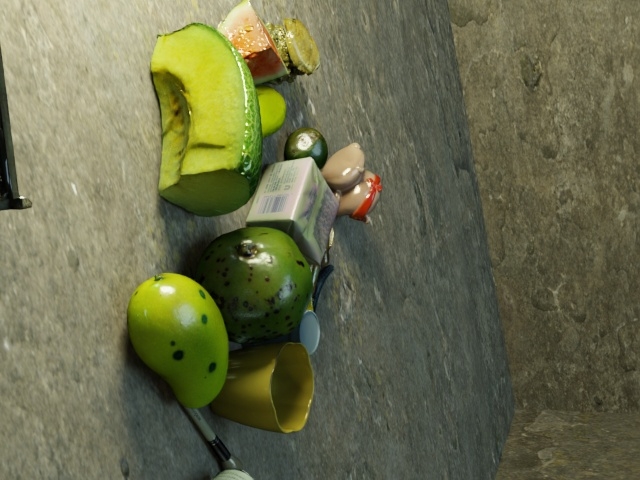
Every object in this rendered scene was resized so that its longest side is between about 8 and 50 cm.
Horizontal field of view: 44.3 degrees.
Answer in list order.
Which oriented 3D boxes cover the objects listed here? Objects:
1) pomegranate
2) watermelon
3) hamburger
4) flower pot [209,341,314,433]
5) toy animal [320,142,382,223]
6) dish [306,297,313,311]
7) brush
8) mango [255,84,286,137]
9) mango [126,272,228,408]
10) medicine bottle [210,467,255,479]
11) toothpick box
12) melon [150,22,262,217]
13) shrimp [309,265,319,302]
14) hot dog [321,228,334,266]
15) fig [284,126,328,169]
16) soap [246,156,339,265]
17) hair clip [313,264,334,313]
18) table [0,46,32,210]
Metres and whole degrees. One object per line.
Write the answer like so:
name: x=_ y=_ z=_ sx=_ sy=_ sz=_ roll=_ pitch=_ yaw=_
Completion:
pomegranate: x=-0.133 y=0.099 z=1.621 sx=0.270 sy=0.255 sz=0.254 roll=72 pitch=28 yaw=-50
watermelon: x=-0.171 y=-0.416 z=1.744 sx=0.193 sy=0.145 sz=0.137 roll=58 pitch=6 yaw=-24
hamburger: x=-0.087 y=-0.458 z=1.894 sx=0.159 sy=0.131 sz=0.185 roll=64 pitch=26 yaw=-23
flower pot: x=-0.132 y=0.303 z=1.646 sx=0.195 sy=0.179 sz=0.195 roll=-2 pitch=90 yaw=-65
toy animal: x=0.090 y=-0.153 z=2.187 sx=0.197 sy=0.171 sz=0.171 roll=57 pitch=38 yaw=-33
dish: x=-0.080 y=0.151 z=1.883 sx=0.149 sy=0.080 sz=0.207 roll=-36 pitch=118 yaw=-64
brush: x=-0.230 y=0.392 z=1.610 sx=0.299 sy=0.039 sz=0.042 roll=64 pitch=30 yaw=-32
mango: x=-0.139 y=-0.294 z=1.801 sx=0.163 sy=0.089 sz=0.117 roll=-44 pitch=126 yaw=-56
mango: x=-0.253 y=0.187 z=1.456 sx=0.175 sy=0.143 sz=0.293 roll=-47 pitch=133 yaw=-35
medicine bottle: x=-0.201 y=0.540 z=1.537 sx=0.168 sy=0.135 sz=0.135 roll=-20 pitch=105 yaw=-62
toothpick box: x=-0.091 y=0.208 z=1.770 sx=0.101 sy=0.153 sz=0.101 roll=12 pitch=77 yaw=-64
melon: x=-0.223 y=-0.244 z=1.515 sx=0.331 sy=0.226 sz=0.343 roll=136 pitch=-41 yaw=-72
shrimp: x=-0.046 y=0.070 z=1.983 sx=0.115 sy=0.051 sz=0.217 roll=16 pitch=71 yaw=-39
hot dog: x=-0.001 y=-0.001 z=2.081 sx=0.090 sy=0.060 sz=0.140 roll=43 pitch=53 yaw=-48
fig: x=-0.027 y=-0.212 z=2.016 sx=0.177 sy=0.117 sz=0.117 roll=61 pitch=35 yaw=-59
soap: x=-0.061 y=-0.066 z=1.876 sx=0.182 sy=0.139 sz=0.199 roll=56 pitch=40 yaw=-44
hair clip: x=-0.010 y=0.142 z=2.063 sx=0.083 sy=0.048 sz=0.275 roll=64 pitch=33 yaw=-30
table: x=-0.506 y=-0.182 z=0.842 sx=0.222 sy=0.273 sz=0.334 roll=-16 pitch=101 yaw=-64
